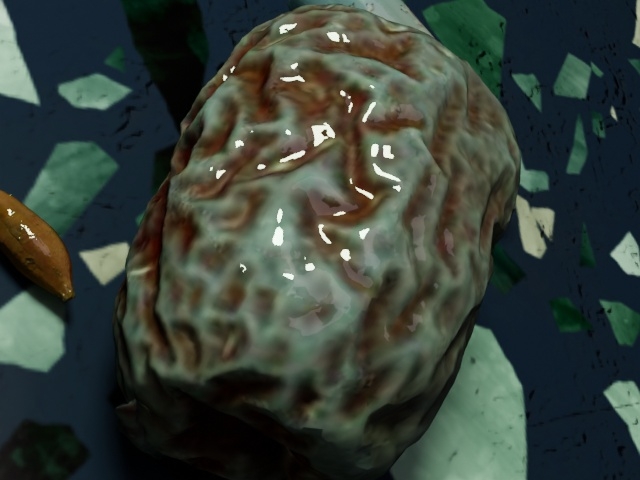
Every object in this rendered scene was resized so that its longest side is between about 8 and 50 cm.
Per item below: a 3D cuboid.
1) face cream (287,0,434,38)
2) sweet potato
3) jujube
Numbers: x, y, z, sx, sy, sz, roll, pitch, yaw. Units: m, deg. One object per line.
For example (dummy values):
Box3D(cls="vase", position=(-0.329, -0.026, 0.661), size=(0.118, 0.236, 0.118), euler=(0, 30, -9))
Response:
Box3D(cls="face cream", position=(0.073, -0.128, 0.886), size=(0.229, 0.075, 0.075), euler=(49, 48, 1))
Box3D(cls="sweet potato", position=(-0.178, -0.002, 0.668), size=(0.095, 0.034, 0.034), euler=(50, 48, 1))
Box3D(cls="jujube", position=(0.000, 0.000, 0.675), size=(0.226, 0.226, 0.317), euler=(34, 54, -12))
